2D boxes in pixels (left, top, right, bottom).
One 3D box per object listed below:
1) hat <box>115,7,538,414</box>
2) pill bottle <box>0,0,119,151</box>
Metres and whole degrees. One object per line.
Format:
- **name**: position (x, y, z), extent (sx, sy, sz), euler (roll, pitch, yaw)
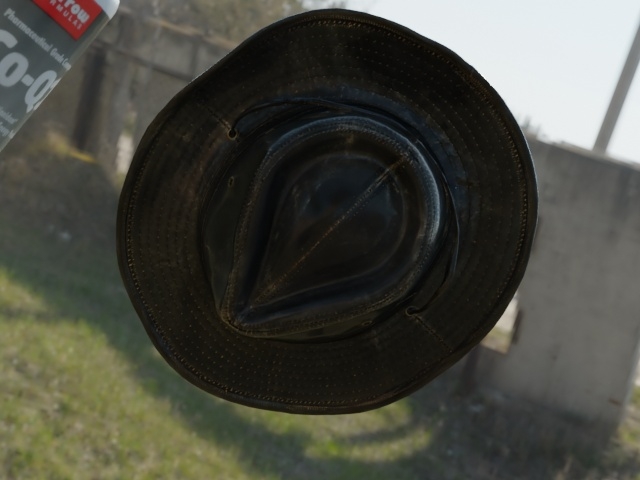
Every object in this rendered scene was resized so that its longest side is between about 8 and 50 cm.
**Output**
- **hat**: position (0.000, 0.000, 0.883), extent (0.331, 0.331, 0.134), euler (20, 13, -1)
- **pill bottle**: position (-0.282, -0.206, 1.074), extent (0.161, 0.283, 0.161), euler (39, -2, 2)
